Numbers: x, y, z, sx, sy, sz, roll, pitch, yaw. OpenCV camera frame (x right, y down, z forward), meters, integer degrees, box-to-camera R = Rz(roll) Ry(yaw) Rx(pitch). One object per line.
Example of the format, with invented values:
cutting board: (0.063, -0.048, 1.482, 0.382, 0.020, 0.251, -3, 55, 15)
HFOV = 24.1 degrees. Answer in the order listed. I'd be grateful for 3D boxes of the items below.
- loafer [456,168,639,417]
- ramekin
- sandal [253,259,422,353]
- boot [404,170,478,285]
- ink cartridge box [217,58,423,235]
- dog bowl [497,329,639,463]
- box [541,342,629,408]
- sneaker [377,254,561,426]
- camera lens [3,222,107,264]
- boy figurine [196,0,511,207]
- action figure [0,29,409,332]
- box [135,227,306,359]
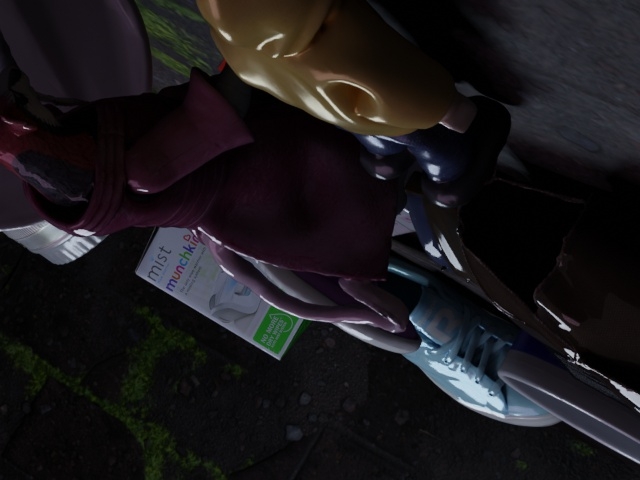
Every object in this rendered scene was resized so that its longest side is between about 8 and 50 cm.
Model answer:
loafer: (0.206, 0.043, 1.019, 0.130, 0.134, 0.366, 34, 173, -34)
ramekin: (-0.281, -0.149, 1.289, 0.273, 0.273, 0.127, 32, -173, -12)
sandal: (-0.011, -0.002, 1.896, 0.169, 0.102, 0.416, 12, -158, -44)
boot: (0.156, 0.011, 1.286, 0.106, 0.082, 0.219, 24, 160, 44)
ink cartridge box: (0.001, -0.086, 1.374, 0.232, 0.066, 0.189, 27, 175, -8)
dog bowl: (0.328, 0.164, 1.608, 0.265, 0.104, 0.265, 30, 175, 3)
box: (0.317, 0.109, 1.199, 0.261, 0.103, 0.184, 28, 177, 26)
sneaker: (0.170, 0.132, 2.000, 0.366, 0.135, 0.150, 27, 177, 22)
camera lens: (-0.368, -0.131, 1.878, 0.274, 0.219, 0.219, 44, 169, -24)
boy figurine: (0.006, -0.116, 0.894, 0.177, 0.092, 0.285, 27, 172, 37)
action figure: (-0.121, -0.050, 1.109, 0.248, 0.275, 0.370, -1, -176, 39)
box: (-0.098, 0.027, 2.073, 0.231, 0.127, 0.262, 31, -163, 5)
